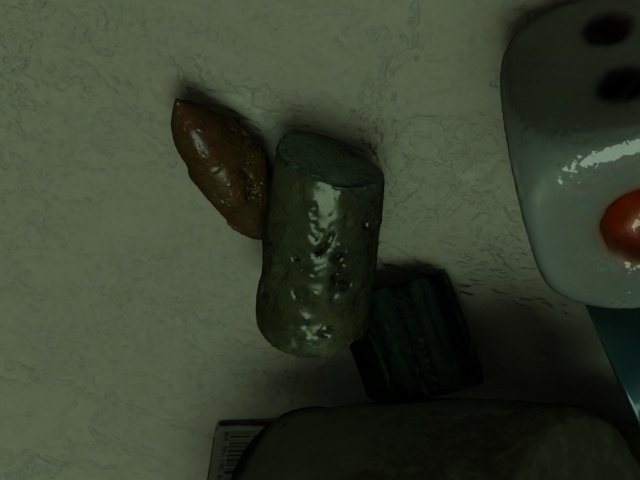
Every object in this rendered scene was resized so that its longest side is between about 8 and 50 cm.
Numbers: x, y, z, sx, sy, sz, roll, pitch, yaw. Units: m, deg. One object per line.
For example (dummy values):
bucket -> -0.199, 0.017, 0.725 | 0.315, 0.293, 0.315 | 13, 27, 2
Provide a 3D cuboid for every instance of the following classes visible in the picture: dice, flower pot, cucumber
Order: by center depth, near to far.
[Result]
dice -> 0.250, -0.073, 1.201 | 0.194, 0.192, 0.193 | -11, 133, 14
flower pot -> 0.117, 0.276, 1.407 | 0.330, 0.293, 0.293 | -18, 133, 42
cucumber -> 0.079, 0.098, 1.429 | 0.116, 0.062, 0.115 | -19, 88, 19

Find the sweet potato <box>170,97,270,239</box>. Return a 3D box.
sweet potato -> -0.075, -0.054, 1.325 | 0.068, 0.060, 0.206 | -19, 139, 8

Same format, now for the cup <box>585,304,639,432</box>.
cup -> 0.343, 0.083, 1.370 | 0.173, 0.167, 0.299 | -22, 130, 8

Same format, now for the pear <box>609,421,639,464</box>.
pear -> 0.300, 0.265, 1.530 | 0.187, 0.187, 0.219 | -8, 143, 10

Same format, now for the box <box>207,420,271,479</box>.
box -> -0.075, 0.297, 1.574 | 0.099, 0.182, 0.133 | 0, 137, 6

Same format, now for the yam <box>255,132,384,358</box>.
yam -> 0.000, 0.000, 1.330 | 0.107, 0.107, 0.194 | 5, 125, -2
